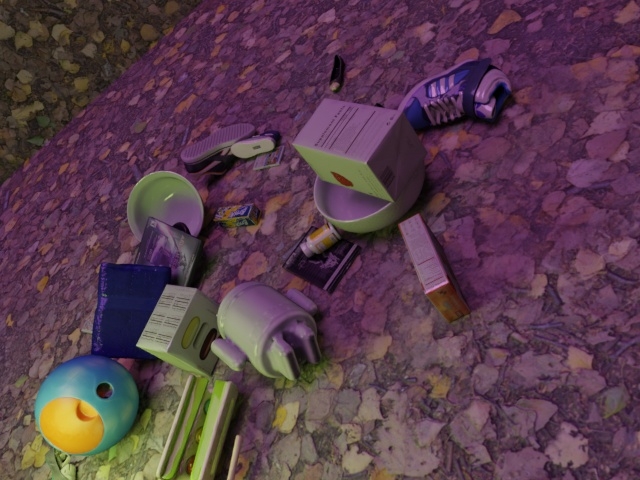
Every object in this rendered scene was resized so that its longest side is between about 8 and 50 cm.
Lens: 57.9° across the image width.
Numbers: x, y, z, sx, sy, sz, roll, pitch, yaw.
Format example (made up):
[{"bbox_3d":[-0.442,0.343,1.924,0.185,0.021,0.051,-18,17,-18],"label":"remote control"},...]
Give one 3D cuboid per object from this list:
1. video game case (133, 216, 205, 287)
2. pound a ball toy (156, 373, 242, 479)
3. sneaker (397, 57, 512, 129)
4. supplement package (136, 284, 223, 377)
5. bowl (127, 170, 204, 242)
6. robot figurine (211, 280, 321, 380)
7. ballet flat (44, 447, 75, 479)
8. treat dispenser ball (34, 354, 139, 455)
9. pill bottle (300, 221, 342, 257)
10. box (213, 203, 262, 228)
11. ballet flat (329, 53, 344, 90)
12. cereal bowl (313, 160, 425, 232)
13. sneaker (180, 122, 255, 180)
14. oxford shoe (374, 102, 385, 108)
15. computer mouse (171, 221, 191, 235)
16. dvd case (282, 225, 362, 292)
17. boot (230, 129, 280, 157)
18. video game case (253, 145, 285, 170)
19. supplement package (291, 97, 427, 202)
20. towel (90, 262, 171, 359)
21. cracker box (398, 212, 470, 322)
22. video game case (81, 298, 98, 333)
[{"bbox_3d":[-0.530,0.050,2.008,0.274,0.026,0.196,22,95,32],"label":"video game case"},{"bbox_3d":[-0.282,0.537,1.522,0.208,0.136,0.319,7,59,11],"label":"pound a ball toy"},{"bbox_3d":[0.401,-0.400,1.705,0.322,0.130,0.236,-34,40,2],"label":"sneaker"},{"bbox_3d":[-0.397,0.270,1.737,0.149,0.194,0.203,3,61,38],"label":"supplement package"},{"bbox_3d":[-0.546,-0.107,2.137,0.297,0.134,0.298,1,96,11],"label":"bowl"},{"bbox_3d":[-0.148,0.235,1.576,0.299,0.200,0.353,-31,37,-28],"label":"robot figurine"},{"bbox_3d":[-0.796,0.705,1.791,0.068,0.072,0.213,-49,43,-11],"label":"ballet flat"},{"bbox_3d":[-0.689,0.486,1.720,0.288,0.288,0.288,-20,49,24],"label":"treat dispenser ball"},{"bbox_3d":[0.000,0.000,1.718,0.116,0.065,0.065,-34,44,7],"label":"pill bottle"},{"bbox_3d":[-0.290,-0.085,2.031,0.168,0.054,0.059,-5,55,35],"label":"box"},{"bbox_3d":[0.055,-0.633,2.196,0.057,0.049,0.173,-14,51,29],"label":"ballet flat"},{"bbox_3d":[0.157,-0.160,1.695,0.338,0.141,0.339,-20,48,24],"label":"cereal bowl"},{"bbox_3d":[-0.390,-0.347,2.268,0.321,0.128,0.126,-31,45,-23],"label":"sneaker"},{"bbox_3d":[0.203,-0.338,1.856,0.096,0.082,0.227,-46,39,25],"label":"oxford shoe"},{"bbox_3d":[-0.525,0.070,2.052,0.184,0.060,0.262,-3,82,31],"label":"computer mouse"},{"bbox_3d":[0.001,0.052,1.738,0.221,0.018,0.165,23,72,45],"label":"dvd case"},{"bbox_3d":[-0.244,-0.368,2.201,0.189,0.069,0.086,-4,35,23],"label":"boot"},{"bbox_3d":[-0.191,-0.307,2.158,0.122,0.011,0.087,-7,54,33],"label":"video game case"},{"bbox_3d":[0.103,-0.249,1.573,0.292,0.177,0.175,23,74,44],"label":"supplement package"},{"bbox_3d":[-0.611,0.229,1.879,0.076,0.227,0.309,141,132,-70],"label":"towel"},{"bbox_3d":[0.279,0.066,1.423,0.067,0.156,0.232,-28,46,15],"label":"cracker box"},{"bbox_3d":[-0.768,0.257,2.143,0.226,0.026,0.207,1,59,37],"label":"video game case"}]
